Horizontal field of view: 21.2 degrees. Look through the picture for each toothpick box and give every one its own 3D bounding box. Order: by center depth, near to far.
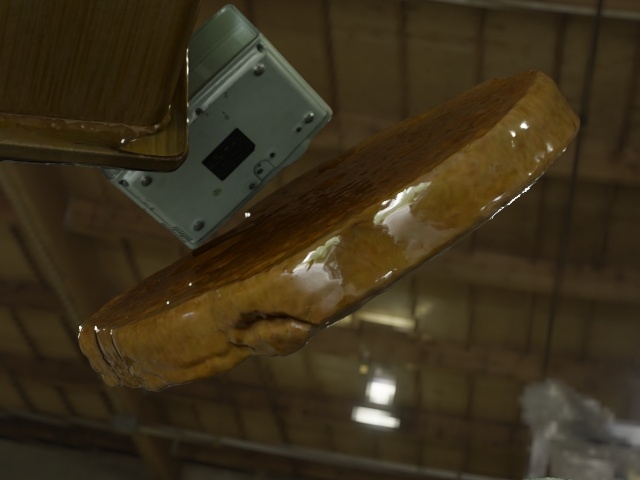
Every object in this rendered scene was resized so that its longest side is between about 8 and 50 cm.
[{"bbox_3d":[-0.140,-0.201,0.978,0.187,0.190,0.308,6,-31,-14],"label":"toothpick box"}]

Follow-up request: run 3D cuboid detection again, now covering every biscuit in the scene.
[{"bbox_3d":[0.000,0.000,1.139,0.381,0.359,0.074,-30,-84,30],"label":"biscuit"}]

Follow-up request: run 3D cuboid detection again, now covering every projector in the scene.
[{"bbox_3d":[-0.076,-0.076,1.221,0.061,0.147,0.115,48,3,39],"label":"projector"}]

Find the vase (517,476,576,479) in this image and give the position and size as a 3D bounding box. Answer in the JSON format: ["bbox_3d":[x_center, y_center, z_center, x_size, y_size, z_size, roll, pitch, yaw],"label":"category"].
[{"bbox_3d":[0.154,0.212,0.819,0.173,0.173,0.321,-3,-22,29],"label":"vase"}]
